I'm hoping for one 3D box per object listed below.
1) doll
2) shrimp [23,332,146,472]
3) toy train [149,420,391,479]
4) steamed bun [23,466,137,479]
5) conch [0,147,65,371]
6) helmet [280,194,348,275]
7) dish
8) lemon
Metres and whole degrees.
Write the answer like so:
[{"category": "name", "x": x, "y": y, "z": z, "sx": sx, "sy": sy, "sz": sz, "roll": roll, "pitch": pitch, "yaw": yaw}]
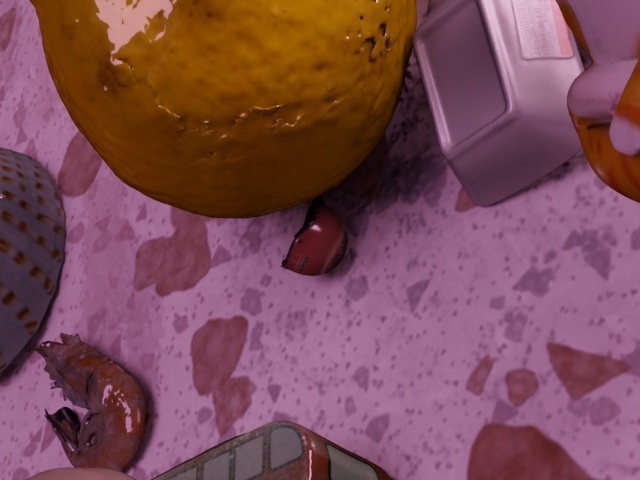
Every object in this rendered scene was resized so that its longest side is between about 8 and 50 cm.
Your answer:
[{"category": "doll", "x": 0.244, "y": -0.148, "z": 1.114, "sx": 0.166, "sy": 0.162, "sz": 0.270, "roll": 12, "pitch": 111, "yaw": 56}, {"category": "shrimp", "x": -0.251, "y": 0.170, "z": 1.622, "sx": 0.223, "sy": 0.047, "sz": 0.126, "roll": 29, "pitch": 104, "yaw": 47}, {"category": "toy train", "x": -0.068, "y": 0.259, "z": 1.328, "sx": 0.326, "sy": 0.129, "sz": 0.159, "roll": -30, "pitch": 46, "yaw": 34}, {"category": "steamed bun", "x": -0.237, "y": 0.344, "z": 1.179, "sx": 0.342, "sy": 0.255, "sz": 0.368, "roll": 5, "pitch": 76, "yaw": 39}, {"category": "conch", "x": -0.453, "y": 0.015, "z": 1.784, "sx": 0.303, "sy": 0.215, "sz": 0.319, "roll": -11, "pitch": 65, "yaw": 31}, {"category": "helmet", "x": 0.002, "y": 0.000, "z": 1.434, "sx": 0.084, "sy": 0.049, "sz": 0.065, "roll": -63, "pitch": -1, "yaw": -38}, {"category": "dish", "x": 0.133, "y": -0.159, "z": 1.311, "sx": 0.154, "sy": 0.064, "sz": 0.234, "roll": -35, "pitch": 60, "yaw": 46}, {"category": "lemon", "x": -0.082, "y": -0.193, "z": 1.402, "sx": 0.349, "sy": 0.387, "sz": 0.350, "roll": -1, "pitch": 83, "yaw": 4}]
